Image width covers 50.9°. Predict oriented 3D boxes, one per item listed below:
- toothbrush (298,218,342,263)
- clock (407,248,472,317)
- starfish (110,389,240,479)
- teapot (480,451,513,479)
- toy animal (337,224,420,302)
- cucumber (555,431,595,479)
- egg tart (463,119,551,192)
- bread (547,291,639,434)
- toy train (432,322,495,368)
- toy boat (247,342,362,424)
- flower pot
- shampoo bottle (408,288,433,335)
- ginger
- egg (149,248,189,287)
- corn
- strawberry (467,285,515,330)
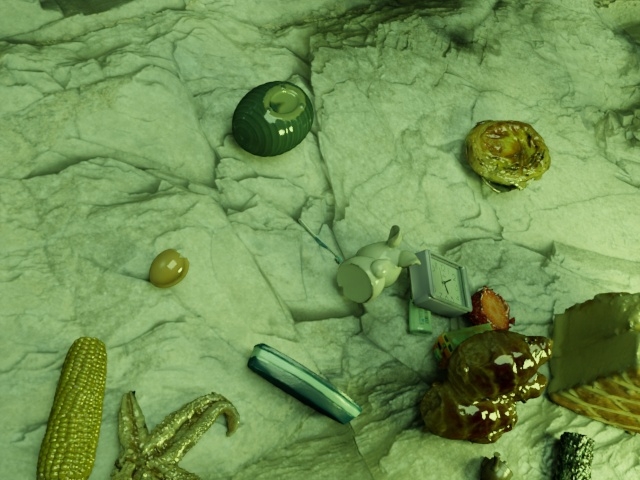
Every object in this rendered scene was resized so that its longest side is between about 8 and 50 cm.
[{"bbox_3d":[0.000,0.000,1.781,0.162,0.014,0.017,46,35,1],"label":"toothbrush"},{"bbox_3d":[0.321,0.117,1.811,0.193,0.073,0.144,21,55,-41],"label":"clock"},{"bbox_3d":[-0.287,0.477,1.305,0.324,0.082,0.432,12,36,-17],"label":"starfish"},{"bbox_3d":[0.427,0.562,1.668,0.080,0.110,0.085,-42,44,-22],"label":"teapot"},{"bbox_3d":[0.145,0.066,1.720,0.193,0.178,0.127,-32,85,-33],"label":"toy animal"},{"bbox_3d":[0.640,0.677,1.723,0.096,0.096,0.359,28,59,-12],"label":"cucumber"},{"bbox_3d":[0.586,-0.261,2.153,0.297,0.132,0.297,5,58,-9],"label":"egg tart"},{"bbox_3d":[0.874,0.344,1.838,0.390,0.371,0.279,25,61,-10],"label":"bread"},{"bbox_3d":[0.391,0.276,1.769,0.188,0.099,0.072,-10,49,-16],"label":"toy train"},{"bbox_3d":[-0.033,0.336,1.547,0.299,0.096,0.061,34,66,-11],"label":"toy boat"},{"bbox_3d":[-0.125,-0.326,1.794,0.189,0.157,0.243,47,53,3],"label":"flower pot"},{"bbox_3d":[0.265,0.160,1.817,0.069,0.041,0.190,10,61,-20],"label":"shampoo bottle"},{"bbox_3d":[0.426,0.364,1.660,0.274,0.152,0.357,29,99,-17],"label":"ginger"},{"bbox_3d":[-0.346,0.067,1.529,0.080,0.080,0.096,33,62,-8],"label":"egg"},{"bbox_3d":[-0.474,0.338,1.313,0.106,0.106,0.305,15,57,-20],"label":"corn"},{"bbox_3d":[0.465,0.202,1.867,0.145,0.086,0.145,15,60,-28],"label":"strawberry"}]
